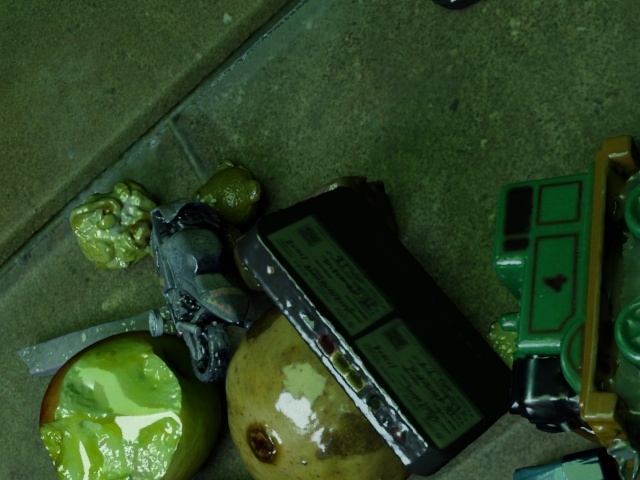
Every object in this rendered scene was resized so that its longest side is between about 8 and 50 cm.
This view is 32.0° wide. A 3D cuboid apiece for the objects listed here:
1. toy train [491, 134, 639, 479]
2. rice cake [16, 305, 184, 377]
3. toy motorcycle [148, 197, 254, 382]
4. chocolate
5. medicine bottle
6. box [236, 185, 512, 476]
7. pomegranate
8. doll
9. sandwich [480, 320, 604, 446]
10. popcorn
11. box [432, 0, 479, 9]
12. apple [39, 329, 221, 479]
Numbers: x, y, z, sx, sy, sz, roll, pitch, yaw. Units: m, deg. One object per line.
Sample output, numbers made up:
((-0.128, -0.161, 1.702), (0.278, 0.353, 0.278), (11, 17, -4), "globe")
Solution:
((0.318, 0.067, 1.283), (0.249, 0.178, 0.429), (-4, 60, 28), "toy train")
((-0.311, 0.153, 1.711), (0.365, 0.072, 0.056), (-17, 74, 24), "rice cake")
((-0.176, 0.047, 1.535), (0.307, 0.108, 0.173), (61, 144, 41), "toy motorcycle")
((0.000, 0.000, 1.534), (0.214, 0.148, 0.093), (-28, 75, 23), "chocolate")
((0.294, 0.378, 1.348), (0.124, 0.079, 0.258), (-2, 81, 27), "medicine bottle")
((0.072, 0.096, 1.319), (0.350, 0.211, 0.058), (51, 130, 13), "box")
((0.011, 0.200, 1.421), (0.281, 0.281, 0.281), (-5, 79, 27), "pomegranate")
((-0.165, -0.019, 1.653), (0.137, 0.097, 0.209), (41, 108, 43), "doll")
((0.304, 0.180, 1.378), (0.244, 0.088, 0.090), (30, 87, 32), "sandwich")
((-0.308, -0.020, 1.720), (0.135, 0.162, 0.141), (122, 152, -46), "popcorn")
((0.217, -0.437, 1.553), (0.212, 0.042, 0.201), (-30, 69, 19), "box")
((-0.261, 0.243, 1.569), (0.226, 0.246, 0.246), (-35, 67, 19), "apple")
